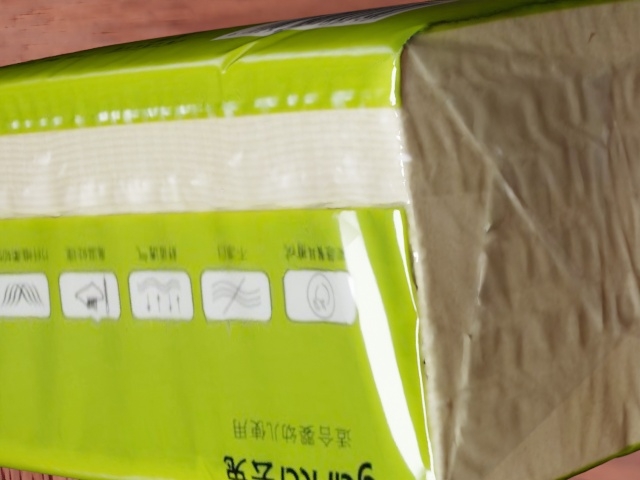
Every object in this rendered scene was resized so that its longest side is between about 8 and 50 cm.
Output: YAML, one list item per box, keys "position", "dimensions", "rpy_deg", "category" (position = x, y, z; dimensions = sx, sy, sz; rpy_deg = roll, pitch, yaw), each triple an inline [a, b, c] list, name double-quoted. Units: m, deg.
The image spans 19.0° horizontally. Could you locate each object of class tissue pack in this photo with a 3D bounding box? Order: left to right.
- position: [0.000, 0.000, 0.716]
  dimensions: [0.275, 0.200, 0.167]
  rpy_deg: [-2, 97, 45]
  category: "tissue pack"
